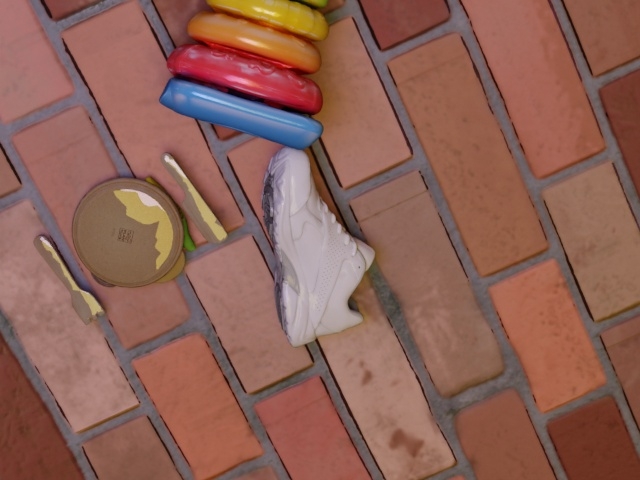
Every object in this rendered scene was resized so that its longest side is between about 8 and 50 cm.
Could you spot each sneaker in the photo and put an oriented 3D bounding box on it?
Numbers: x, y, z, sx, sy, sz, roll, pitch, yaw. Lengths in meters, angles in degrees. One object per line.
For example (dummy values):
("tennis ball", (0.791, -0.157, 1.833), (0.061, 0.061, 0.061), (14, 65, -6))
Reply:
("sneaker", (0.000, 0.000, 1.560), (0.115, 0.090, 0.232), (-11, 117, -9))

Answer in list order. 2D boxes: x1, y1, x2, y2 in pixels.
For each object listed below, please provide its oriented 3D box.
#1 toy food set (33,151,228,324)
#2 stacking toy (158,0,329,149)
("toy food set", (-0.207, -0.006, 1.560), (0.192, 0.038, 0.132), (-31, 101, 10))
("stacking toy", (-0.047, -0.256, 1.445), (0.165, 0.175, 0.302), (16, 94, -8))
